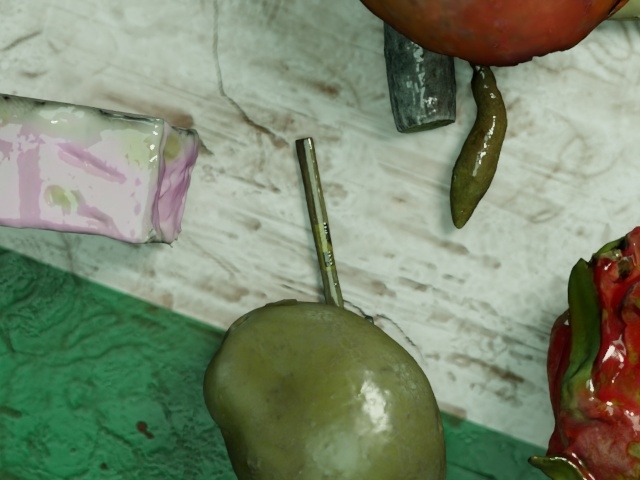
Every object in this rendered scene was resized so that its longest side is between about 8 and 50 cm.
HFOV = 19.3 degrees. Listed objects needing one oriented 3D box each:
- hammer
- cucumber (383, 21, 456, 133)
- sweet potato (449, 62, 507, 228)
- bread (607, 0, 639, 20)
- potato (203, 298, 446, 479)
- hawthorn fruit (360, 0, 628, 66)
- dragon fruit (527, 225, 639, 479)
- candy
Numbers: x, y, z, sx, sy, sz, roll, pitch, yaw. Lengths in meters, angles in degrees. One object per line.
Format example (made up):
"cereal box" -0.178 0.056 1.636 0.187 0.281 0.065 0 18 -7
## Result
"hammer" 0.000 0.000 1.651 0.062 0.017 0.182 -12 91 7
"cucumber" 0.084 -0.147 1.609 0.064 0.064 0.112 -1 97 6
"sweet potato" 0.137 -0.085 1.619 0.041 0.038 0.153 7 93 -17
"bread" 0.303 -0.271 1.576 0.139 0.060 0.178 -1 94 7
"potato" 0.004 0.155 1.590 0.235 0.160 0.178 43 68 10
"hawthorn fruit" 0.135 -0.302 1.464 0.276 0.307 0.276 -2 53 3
"dragon fruit" 0.299 0.137 1.523 0.237 0.231 0.303 -24 80 19
"candy" -0.246 -0.068 1.603 0.265 0.155 0.116 8 90 6
